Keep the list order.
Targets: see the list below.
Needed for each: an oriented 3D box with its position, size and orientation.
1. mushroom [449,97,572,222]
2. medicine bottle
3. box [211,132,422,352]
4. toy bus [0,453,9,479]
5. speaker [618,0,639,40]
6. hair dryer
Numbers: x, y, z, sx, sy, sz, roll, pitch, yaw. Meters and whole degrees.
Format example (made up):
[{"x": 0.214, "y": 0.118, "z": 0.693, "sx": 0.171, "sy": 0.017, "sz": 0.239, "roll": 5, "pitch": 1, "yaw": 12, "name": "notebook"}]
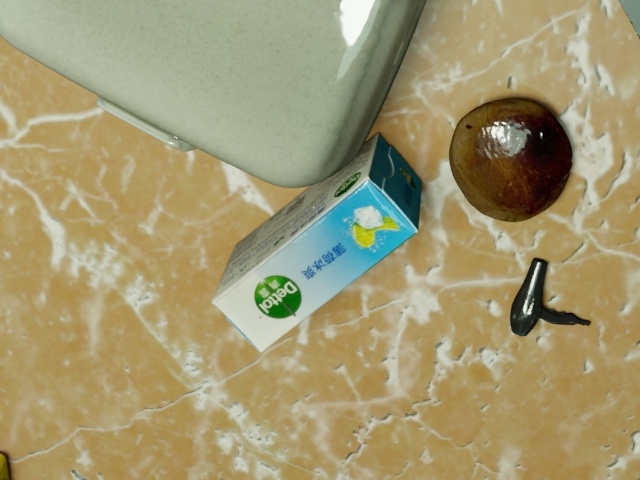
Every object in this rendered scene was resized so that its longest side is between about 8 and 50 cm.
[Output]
[{"x": 0.179, "y": -0.075, "z": 1.256, "sx": 0.123, "sy": 0.052, "sz": 0.123, "roll": 4, "pitch": 115, "yaw": 8, "name": "mushroom"}, {"x": -0.106, "y": -0.219, "z": 1.145, "sx": 0.375, "sy": 0.123, "sz": 0.282, "roll": 28, "pitch": 116, "yaw": 10, "name": "medicine bottle"}, {"x": 0.000, "y": -0.001, "z": 1.255, "sx": 0.194, "sy": 0.139, "sz": 0.073, "roll": -38, "pitch": 104, "yaw": 19, "name": "box"}, {"x": -0.406, "y": 0.397, "z": 1.456, "sx": 0.151, "sy": 0.145, "sz": 0.331, "roll": 0, "pitch": 111, "yaw": 4, "name": "toy bus"}, {"x": 0.324, "y": -0.195, "z": 1.181, "sx": 0.082, "sy": 0.044, "sz": 0.218, "roll": -30, "pitch": 100, "yaw": 19, "name": "speaker"}, {"x": 0.233, "y": 0.062, "z": 1.325, "sx": 0.083, "sy": 0.031, "sz": 0.079, "roll": 12, "pitch": 105, "yaw": -14, "name": "hair dryer"}]
